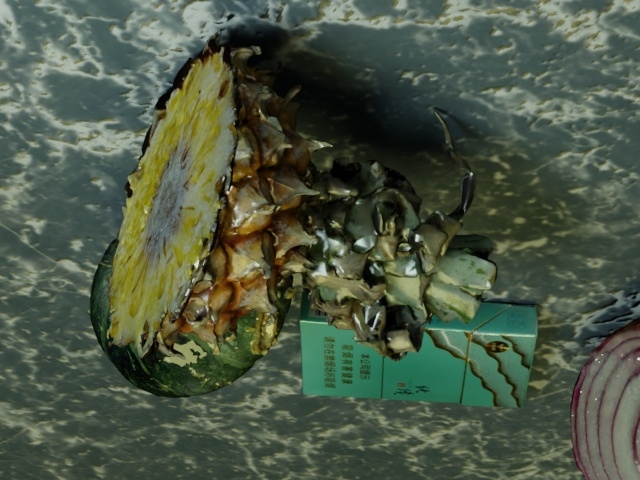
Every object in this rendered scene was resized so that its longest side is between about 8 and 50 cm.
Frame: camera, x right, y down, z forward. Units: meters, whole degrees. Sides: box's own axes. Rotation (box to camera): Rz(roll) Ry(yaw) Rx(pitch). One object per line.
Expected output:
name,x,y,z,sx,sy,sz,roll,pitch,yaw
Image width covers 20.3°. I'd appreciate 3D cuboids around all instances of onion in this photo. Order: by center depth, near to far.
onion,0.364,0.180,1.702,0.207,0.216,0.206,1,169,-29

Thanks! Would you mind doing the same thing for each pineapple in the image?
pineapple,0.000,0.000,1.403,0.272,0.262,0.262,17,147,-23

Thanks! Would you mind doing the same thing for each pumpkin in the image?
pumpkin,-0.112,0.044,1.555,0.146,0.190,0.190,11,152,-37

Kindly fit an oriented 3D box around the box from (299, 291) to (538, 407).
box,0.095,0.110,1.774,0.229,0.041,0.162,4,149,2
